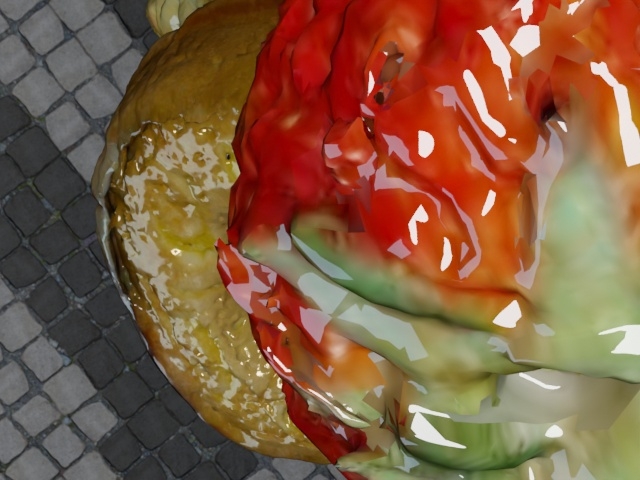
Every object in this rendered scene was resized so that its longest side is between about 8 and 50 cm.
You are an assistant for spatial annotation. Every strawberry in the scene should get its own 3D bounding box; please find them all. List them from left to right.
[{"bbox_3d":[0.119,-0.037,0.557,0.312,0.267,0.351,45,-153,-26],"label":"strawberry"}]

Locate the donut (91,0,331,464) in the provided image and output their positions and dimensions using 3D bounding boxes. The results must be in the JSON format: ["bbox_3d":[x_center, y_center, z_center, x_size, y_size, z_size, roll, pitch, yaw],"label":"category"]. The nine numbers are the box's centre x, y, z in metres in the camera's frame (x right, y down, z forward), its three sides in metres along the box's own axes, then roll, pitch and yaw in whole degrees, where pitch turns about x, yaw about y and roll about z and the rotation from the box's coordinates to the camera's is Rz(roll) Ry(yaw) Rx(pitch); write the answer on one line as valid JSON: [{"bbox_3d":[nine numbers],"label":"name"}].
[{"bbox_3d":[0.000,0.000,1.015,0.317,0.299,0.150,38,-137,-10],"label":"donut"}]

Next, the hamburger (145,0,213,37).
[{"bbox_3d":[-0.005,-0.144,1.152,0.330,0.162,0.209,44,170,46],"label":"hamburger"}]
